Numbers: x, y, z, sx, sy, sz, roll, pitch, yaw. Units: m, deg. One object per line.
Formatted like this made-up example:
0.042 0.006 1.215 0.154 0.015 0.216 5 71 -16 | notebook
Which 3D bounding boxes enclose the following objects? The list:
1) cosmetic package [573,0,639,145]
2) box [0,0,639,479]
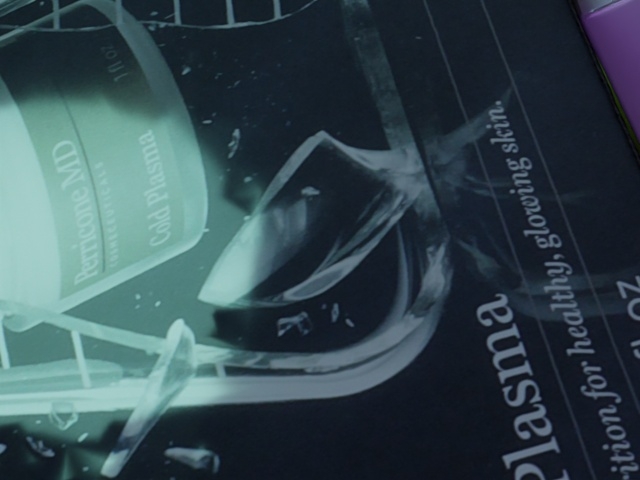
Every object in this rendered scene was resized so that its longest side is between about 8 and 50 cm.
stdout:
0.350 -0.077 0.738 0.284 0.097 0.377 -23 126 18 | cosmetic package
-0.040 0.092 0.697 0.471 0.297 0.480 -19 61 5 | box
